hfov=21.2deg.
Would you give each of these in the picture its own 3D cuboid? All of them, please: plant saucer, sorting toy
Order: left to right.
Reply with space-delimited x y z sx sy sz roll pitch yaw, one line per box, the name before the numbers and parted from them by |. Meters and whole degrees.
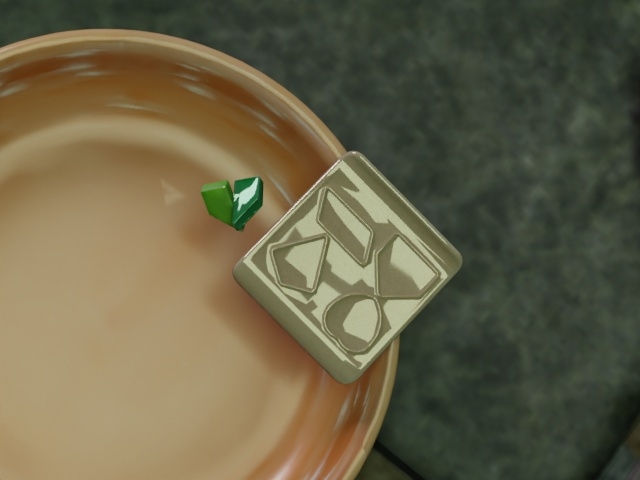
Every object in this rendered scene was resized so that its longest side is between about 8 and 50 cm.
plant saucer | -0.072 0.027 0.593 0.200 0.037 0.200 2 78 -11
sorting toy | 0.000 0.000 0.586 0.083 0.012 0.062 45 79 -3
